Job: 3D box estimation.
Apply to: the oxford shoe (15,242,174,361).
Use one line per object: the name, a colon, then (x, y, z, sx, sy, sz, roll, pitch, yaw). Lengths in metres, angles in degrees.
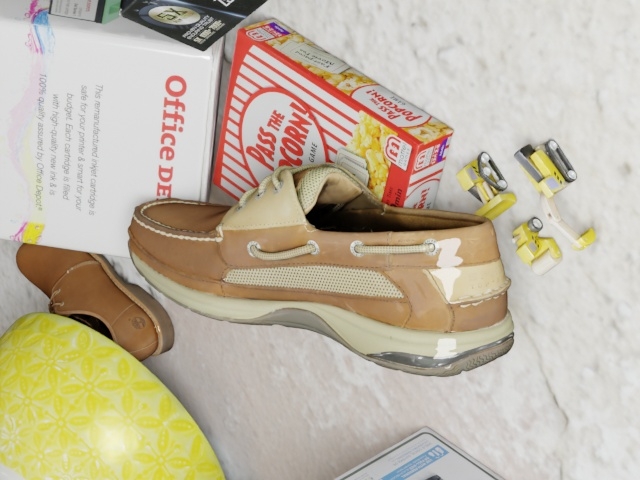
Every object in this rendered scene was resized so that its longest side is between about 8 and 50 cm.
oxford shoe: (-0.238, 0.054, 1.478, 0.212, 0.076, 0.076, 30, 130, 36)

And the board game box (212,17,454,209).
board game box: (0.004, -0.064, 1.186, 0.193, 0.045, 0.147, 35, 131, 30)

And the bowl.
bowl: (-0.245, 0.228, 1.451, 0.289, 0.156, 0.289, 28, 142, 25)

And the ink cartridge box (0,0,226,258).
ink cartridge box: (-0.222, -0.107, 1.243, 0.278, 0.117, 0.201, 8, 123, 0)

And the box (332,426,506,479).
box: (0.129, 0.273, 1.130, 0.290, 0.169, 0.087, 33, 127, 33)

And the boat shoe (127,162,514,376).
boat shoe: (0.000, 0.000, 1.110, 0.324, 0.122, 0.120, 13, 113, 32)

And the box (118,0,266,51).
box: (-0.062, -0.245, 1.091, 0.180, 0.077, 0.147, -28, 49, 49)

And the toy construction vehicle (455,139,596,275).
toy construction vehicle: (0.142, -0.025, 1.069, 0.086, 0.035, 0.098, -37, 81, 49)
